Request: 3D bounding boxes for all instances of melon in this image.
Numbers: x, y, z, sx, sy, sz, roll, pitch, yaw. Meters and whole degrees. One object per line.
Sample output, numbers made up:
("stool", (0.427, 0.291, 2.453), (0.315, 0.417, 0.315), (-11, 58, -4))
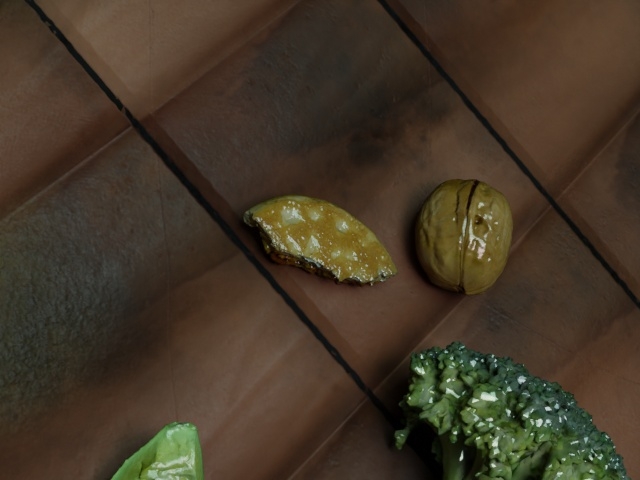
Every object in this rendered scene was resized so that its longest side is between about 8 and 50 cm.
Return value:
("melon", (-0.205, 0.384, 1.731), (0.196, 0.124, 0.323), (25, 55, -20))

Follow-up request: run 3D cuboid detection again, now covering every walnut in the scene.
("walnut", (0.211, -0.011, 2.116), (0.144, 0.144, 0.180), (23, 69, -20))

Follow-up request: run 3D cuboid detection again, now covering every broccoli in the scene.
("broccoli", (0.269, 0.311, 1.944), (0.338, 0.277, 0.317), (12, 85, -16))

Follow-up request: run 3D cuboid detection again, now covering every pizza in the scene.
("pizza", (-0.001, 0.002, 2.036), (0.246, 0.058, 0.127), (11, 64, -27))
